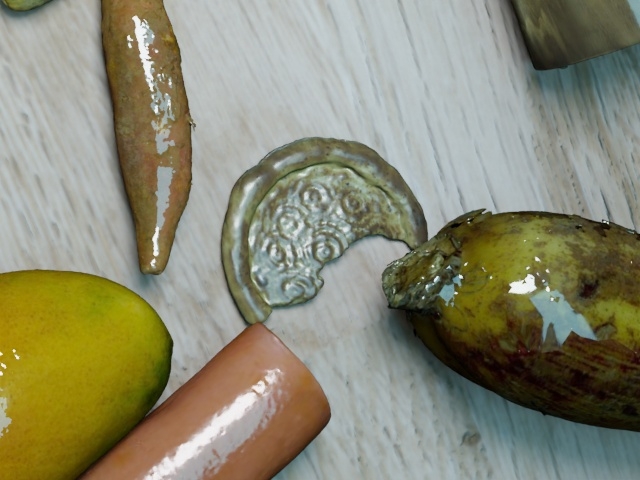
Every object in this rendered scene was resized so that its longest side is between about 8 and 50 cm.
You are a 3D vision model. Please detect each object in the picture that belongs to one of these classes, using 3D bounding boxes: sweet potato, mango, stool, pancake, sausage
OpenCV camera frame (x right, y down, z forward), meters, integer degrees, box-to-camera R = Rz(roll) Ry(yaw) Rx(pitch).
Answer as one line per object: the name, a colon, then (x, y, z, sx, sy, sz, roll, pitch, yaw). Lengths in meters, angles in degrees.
sweet potato: (-0.139, -0.130, 1.235, 0.072, 0.066, 0.314, -5, 94, 10)
mango: (-0.240, 0.113, 1.168, 0.254, 0.139, 0.175, -41, 113, -23)
stool: (0.229, -0.299, 1.321, 0.179, 0.179, 0.264, -25, 101, -20)
pancake: (0.000, 0.000, 1.322, 0.184, 0.020, 0.190, 33, 80, -20)
sausage: (-0.112, 0.187, 1.236, 0.259, 0.113, 0.113, -40, 105, -16)

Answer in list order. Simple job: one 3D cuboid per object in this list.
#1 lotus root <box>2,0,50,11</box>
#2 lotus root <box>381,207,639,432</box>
lotus root: (-0.218, -0.222, 1.213, 0.099, 0.049, 0.054, -41, 103, -22)
lotus root: (0.239, 0.076, 1.325, 0.398, 0.196, 0.179, 16, 75, -22)
